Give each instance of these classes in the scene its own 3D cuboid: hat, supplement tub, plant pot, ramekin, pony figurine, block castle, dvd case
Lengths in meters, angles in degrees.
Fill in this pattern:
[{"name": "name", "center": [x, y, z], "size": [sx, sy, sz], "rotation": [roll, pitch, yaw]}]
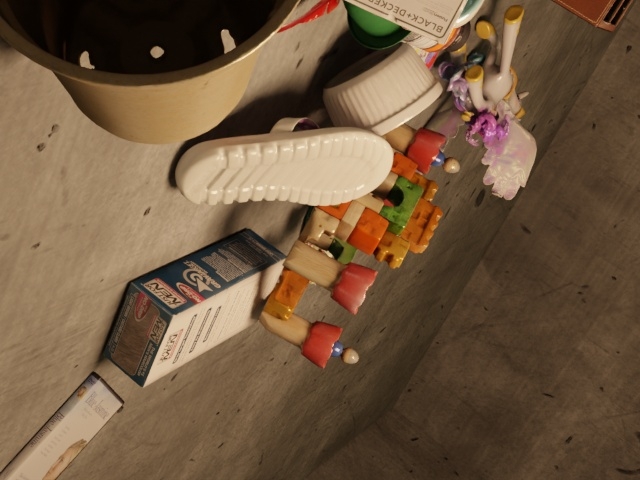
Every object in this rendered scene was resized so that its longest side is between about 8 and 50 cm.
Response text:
[{"name": "hat", "center": [0.052, -0.400, 1.734], "size": [0.183, 0.173, 0.208], "rotation": [17, 79, -47]}, {"name": "supplement tub", "center": [0.173, -0.391, 1.943], "size": [0.198, 0.106, 0.106], "rotation": [16, 113, -41]}, {"name": "plant pot", "center": [-0.179, -0.252, 1.162], "size": [0.334, 0.334, 0.305], "rotation": [-48, 173, -16]}, {"name": "ramekin", "center": [0.101, -0.265, 1.987], "size": [0.207, 0.109, 0.207], "rotation": [-29, -166, 8]}, {"name": "pony figurine", "center": [0.369, -0.303, 2.530], "size": [0.351, 0.303, 0.363], "rotation": [-56, 149, -21]}, {"name": "block castle", "center": [0.084, -0.006, 2.129], "size": [0.453, 0.213, 0.303], "rotation": [-60, 178, -37]}, {"name": "dvd case", "center": [-0.462, 0.358, 2.007], "size": [0.253, 0.022, 0.180], "rotation": [-49, 162, -14]}]

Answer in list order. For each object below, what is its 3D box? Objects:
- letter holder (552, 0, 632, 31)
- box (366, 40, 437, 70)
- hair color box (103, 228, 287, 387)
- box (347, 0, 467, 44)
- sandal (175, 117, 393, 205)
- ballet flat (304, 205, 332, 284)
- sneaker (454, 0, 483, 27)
[{"name": "letter holder", "center": [0.485, -0.577, 2.175], "size": [0.214, 0.302, 0.152], "rotation": [-60, 161, 19]}, {"name": "box", "center": [0.180, -0.408, 2.124], "size": [0.201, 0.057, 0.293], "rotation": [-30, 151, -48]}, {"name": "hair color box", "center": [-0.219, 0.114, 2.021], "size": [0.347, 0.105, 0.174], "rotation": [-28, 149, -54]}, {"name": "box", "center": [0.101, -0.389, 1.564], "size": [0.290, 0.169, 0.087], "rotation": [-94, -151, -60]}, {"name": "sandal", "center": [-0.053, -0.145, 1.854], "size": [0.416, 0.102, 0.169], "rotation": [-2, 140, -37]}, {"name": "ballet flat", "center": [0.000, 0.000, 2.408], "size": [0.091, 0.077, 0.241], "rotation": [-34, 154, -44]}, {"name": "sneaker", "center": [0.236, -0.468, 1.892], "size": [0.208, 0.127, 0.319], "rotation": [79, 21, -72]}]
